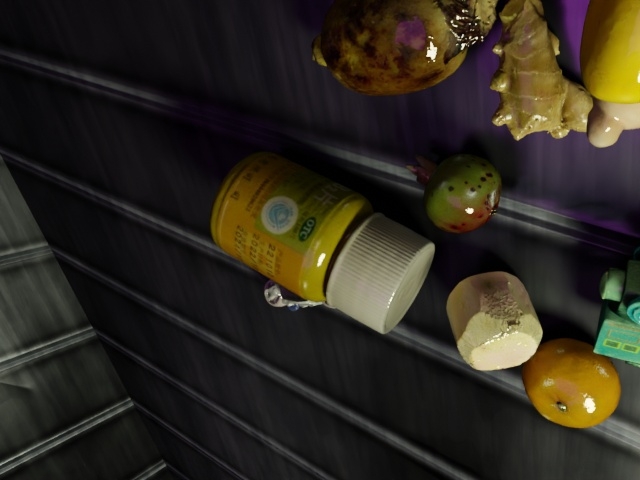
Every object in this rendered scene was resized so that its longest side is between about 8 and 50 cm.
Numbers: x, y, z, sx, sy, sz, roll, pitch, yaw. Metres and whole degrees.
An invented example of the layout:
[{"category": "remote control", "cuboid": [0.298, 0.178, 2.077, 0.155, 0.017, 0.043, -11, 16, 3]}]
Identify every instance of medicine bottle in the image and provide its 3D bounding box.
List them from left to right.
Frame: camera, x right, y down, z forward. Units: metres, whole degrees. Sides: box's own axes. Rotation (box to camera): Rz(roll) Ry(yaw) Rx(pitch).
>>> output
[{"category": "medicine bottle", "cuboid": [0.000, 0.000, 1.012, 0.384, 0.224, 0.224, 29, 135, 22]}]

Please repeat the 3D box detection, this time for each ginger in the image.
[{"category": "ginger", "cuboid": [0.278, -0.217, 0.724, 0.115, 0.081, 0.205, -25, 102, 35]}]

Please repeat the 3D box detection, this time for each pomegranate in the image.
[{"category": "pomegranate", "cuboid": [0.207, -0.075, 0.859, 0.159, 0.129, 0.129, 8, 125, 44]}]

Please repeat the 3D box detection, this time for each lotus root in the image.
[{"category": "lotus root", "cuboid": [0.100, -0.294, 0.774, 0.314, 0.141, 0.169, -2, 114, 42]}]

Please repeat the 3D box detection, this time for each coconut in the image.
[{"category": "coconut", "cuboid": [0.293, 0.130, 0.927, 0.147, 0.153, 0.147, -1, 134, -1]}]

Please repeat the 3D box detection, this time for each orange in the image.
[{"category": "orange", "cuboid": [0.420, 0.243, 0.913, 0.156, 0.124, 0.156, 22, 134, 24]}]

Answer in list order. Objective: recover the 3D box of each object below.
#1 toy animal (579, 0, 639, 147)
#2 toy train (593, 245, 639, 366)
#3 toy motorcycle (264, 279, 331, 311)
[{"category": "toy animal", "cuboid": [0.374, -0.196, 0.461, 0.247, 0.277, 0.345, 23, 153, 28]}, {"category": "toy train", "cuboid": [0.533, 0.111, 0.726, 0.298, 0.120, 0.194, 12, 147, 24]}, {"category": "toy motorcycle", "cuboid": [-0.037, 0.103, 1.227, 0.254, 0.112, 0.112, -7, 115, 44]}]
